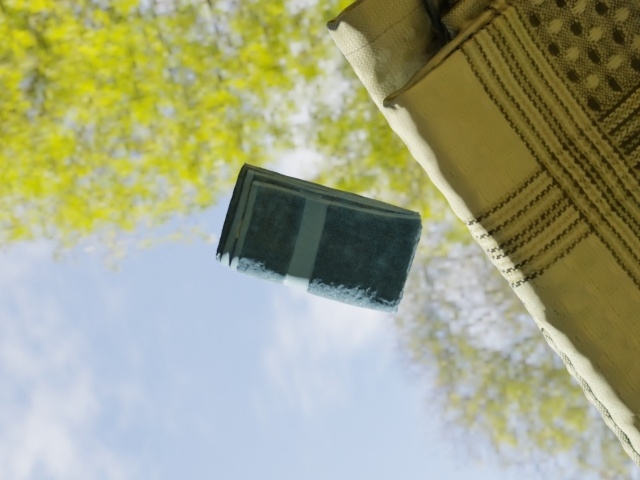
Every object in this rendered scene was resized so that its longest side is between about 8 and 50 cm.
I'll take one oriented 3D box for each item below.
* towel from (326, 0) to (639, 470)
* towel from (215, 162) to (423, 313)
[{"bbox_3d":[0.205,-0.072,0.762,0.312,0.056,0.324,-39,-83,-14],"label":"towel"},{"bbox_3d":[0.000,0.000,0.918,0.029,0.119,0.067,117,169,-84],"label":"towel"}]
